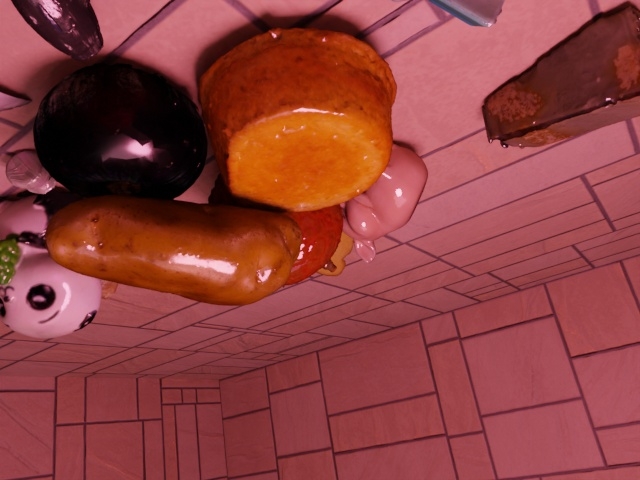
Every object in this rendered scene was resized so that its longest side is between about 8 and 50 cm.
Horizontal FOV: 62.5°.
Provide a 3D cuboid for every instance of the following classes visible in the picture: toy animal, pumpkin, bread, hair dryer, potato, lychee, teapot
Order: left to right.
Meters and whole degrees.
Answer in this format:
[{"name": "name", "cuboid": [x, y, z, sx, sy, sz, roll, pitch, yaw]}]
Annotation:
[{"name": "teapot", "cuboid": [-0.472, -0.116, 0.882, 0.083, 0.064, 0.064, -40, 168, -9]}, {"name": "toy animal", "cuboid": [-0.517, 0.046, 0.985, 0.213, 0.266, 0.212, -4, 155, -2]}, {"name": "hair dryer", "cuboid": [-0.229, -0.301, 0.546, 0.219, 0.075, 0.195, -22, 148, 2]}, {"name": "pumpkin", "cuboid": [-0.278, -0.141, 0.757, 0.233, 0.163, 0.233, -5, 158, -2]}, {"name": "potato", "cuboid": [-0.198, 0.015, 0.769, 0.369, 0.195, 0.176, 8, 118, -32]}, {"name": "lychee", "cuboid": [-0.077, -0.028, 1.027, 0.255, 0.255, 0.300, -23, 144, 30]}, {"name": "bread", "cuboid": [-0.029, -0.165, 0.788, 0.312, 0.172, 0.312, -6, 156, -3]}, {"name": "bread", "cuboid": [0.000, 0.000, 1.318, 0.188, 0.149, 0.065, 29, -177, -31]}, {"name": "toy animal", "cuboid": [0.123, -0.088, 1.082, 0.154, 0.166, 0.250, 27, 144, -11]}]

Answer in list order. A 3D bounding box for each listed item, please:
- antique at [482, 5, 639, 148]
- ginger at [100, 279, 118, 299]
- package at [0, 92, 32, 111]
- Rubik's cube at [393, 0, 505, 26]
[{"name": "antique", "cuboid": [0.408, -0.236, 0.873, 0.125, 0.150, 0.284, 6, 161, -36]}, {"name": "ginger", "cuboid": [-0.565, 0.074, 1.236, 0.193, 0.122, 0.115, 6, 174, -23]}, {"name": "package", "cuboid": [-0.501, -0.174, 0.686, 0.171, 0.027, 0.173, -11, -178, 3]}, {"name": "Rubik's cube", "cuboid": [0.104, -0.317, 0.437, 0.213, 0.265, 0.224, 29, 113, -2]}]
